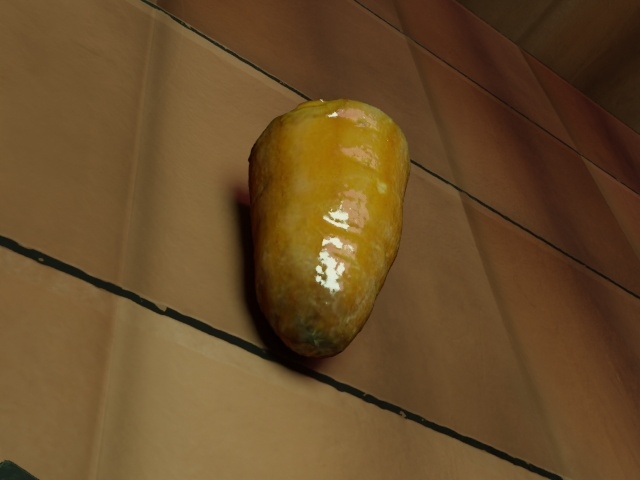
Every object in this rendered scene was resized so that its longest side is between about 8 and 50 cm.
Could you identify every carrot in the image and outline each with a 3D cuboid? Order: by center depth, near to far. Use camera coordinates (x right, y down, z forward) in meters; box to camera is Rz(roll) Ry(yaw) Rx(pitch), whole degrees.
[{"bbox_3d":[0.000,0.000,0.760,0.159,0.159,0.225,31,39,-21],"label":"carrot"}]

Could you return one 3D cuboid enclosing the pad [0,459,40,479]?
[{"bbox_3d":[-0.119,0.209,0.465,0.193,0.004,0.116,37,28,-9],"label":"pad"}]
